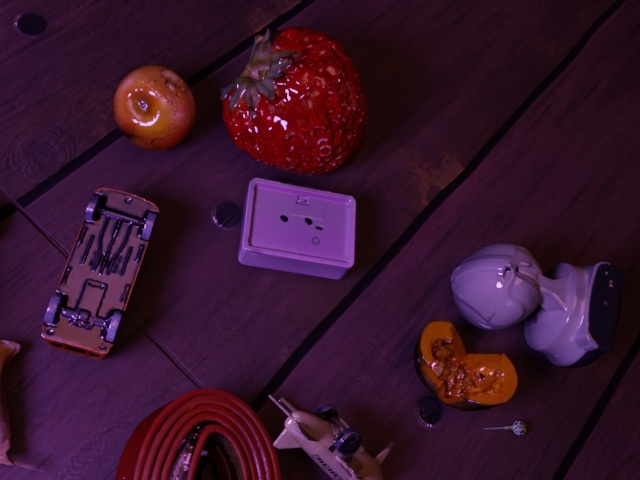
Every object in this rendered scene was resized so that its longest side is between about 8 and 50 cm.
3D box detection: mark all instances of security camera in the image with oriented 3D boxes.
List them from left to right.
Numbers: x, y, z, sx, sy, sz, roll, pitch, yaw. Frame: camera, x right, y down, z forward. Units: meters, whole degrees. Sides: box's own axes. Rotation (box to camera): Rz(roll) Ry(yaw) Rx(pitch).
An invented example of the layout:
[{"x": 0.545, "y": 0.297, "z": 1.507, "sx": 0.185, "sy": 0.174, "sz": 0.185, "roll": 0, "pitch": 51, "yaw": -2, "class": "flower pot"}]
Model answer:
[{"x": 0.378, "y": 0.106, "z": 1.253, "sx": 0.277, "sy": 0.191, "sz": 0.197, "roll": 21, "pitch": 68, "yaw": -8, "class": "security camera"}]

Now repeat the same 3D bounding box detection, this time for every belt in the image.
[{"x": -0.171, "y": 0.379, "z": 0.961, "sx": 0.227, "sy": 0.115, "sz": 0.324, "roll": 10, "pitch": 64, "yaw": -27, "class": "belt"}]

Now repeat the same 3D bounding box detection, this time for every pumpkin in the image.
[{"x": 0.238, "y": 0.229, "z": 1.194, "sx": 0.183, "sy": 0.108, "sz": 0.119, "roll": 35, "pitch": 54, "yaw": 5, "class": "pumpkin"}]

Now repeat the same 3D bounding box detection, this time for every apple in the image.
[{"x": -0.288, "y": -0.225, "z": 1.176, "sx": 0.146, "sy": 0.146, "sz": 0.146, "roll": 7, "pitch": 66, "yaw": -17, "class": "apple"}]

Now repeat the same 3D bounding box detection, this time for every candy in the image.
[{"x": 0.333, "y": 0.341, "z": 1.234, "sx": 0.083, "sy": 0.025, "sz": 0.023, "roll": -2, "pitch": 41, "yaw": -11, "class": "candy"}]

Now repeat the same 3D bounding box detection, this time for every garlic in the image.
[{"x": -0.470, "y": 0.240, "z": 0.950, "sx": 0.128, "sy": 0.090, "sz": 0.198, "roll": -7, "pitch": 66, "yaw": -35, "class": "garlic"}]

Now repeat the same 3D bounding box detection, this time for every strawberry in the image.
[{"x": -0.023, "y": -0.236, "z": 1.234, "sx": 0.277, "sy": 0.257, "sz": 0.257, "roll": 28, "pitch": 57, "yaw": -42, "class": "strawberry"}]

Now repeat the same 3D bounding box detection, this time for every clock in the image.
[{"x": -0.040, "y": -0.020, "z": 1.213, "sx": 0.197, "sy": 0.063, "sz": 0.150, "roll": 10, "pitch": 62, "yaw": -12, "class": "clock"}]

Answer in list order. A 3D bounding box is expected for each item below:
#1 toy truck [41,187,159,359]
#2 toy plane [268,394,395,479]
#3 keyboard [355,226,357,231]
[{"x": -0.338, "y": 0.051, "z": 1.059, "sx": 0.107, "sy": 0.114, "sz": 0.253, "roll": 18, "pitch": 65, "yaw": -11, "class": "toy truck"}, {"x": 0.026, "y": 0.323, "z": 1.051, "sx": 0.256, "sy": 0.242, "sz": 0.104, "roll": 35, "pitch": 87, "yaw": -34, "class": "toy plane"}, {"x": 0.000, "y": 0.000, "z": 1.259, "sx": 0.155, "sy": 0.010, "sz": 0.053, "roll": -35, "pitch": 82, "yaw": -28, "class": "keyboard"}]
